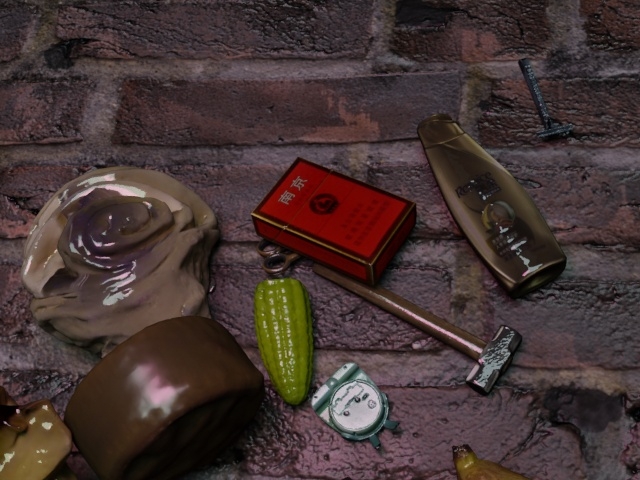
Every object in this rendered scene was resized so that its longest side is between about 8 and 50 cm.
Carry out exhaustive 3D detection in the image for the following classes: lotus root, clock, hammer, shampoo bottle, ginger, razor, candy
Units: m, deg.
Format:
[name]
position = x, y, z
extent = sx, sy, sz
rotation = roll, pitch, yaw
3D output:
[lotus root]
position = 0.262, 0.370, 1.241
extent = 0.108, 0.094, 0.191
rotation = -28, 49, -37
[clock]
position = 0.060, 0.264, 1.349
extent = 0.135, 0.041, 0.101
rotation = 39, 76, 24
[hammer]
position = 0.142, 0.120, 1.412
extent = 0.366, 0.043, 0.111
rotation = 28, 73, 23
[shampoo bottle]
position = 0.275, -0.072, 1.456
extent = 0.126, 0.084, 0.350
rotation = -27, 62, -2
[ginger]
position = -0.504, 0.404, 1.280
extent = 0.413, 0.211, 0.358
rotation = -22, 48, 43
[razor]
position = 0.392, -0.257, 1.559
extent = 0.066, 0.033, 0.190
rotation = -14, 57, 3
[candy]
position = -0.055, 0.163, 1.393
extent = 0.097, 0.096, 0.209
rotation = -11, 68, 4

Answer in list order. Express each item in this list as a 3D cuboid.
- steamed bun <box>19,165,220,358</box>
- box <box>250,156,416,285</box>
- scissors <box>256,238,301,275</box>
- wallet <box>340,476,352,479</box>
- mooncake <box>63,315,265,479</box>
[steamed bun]
position = -0.329, 0.025, 1.422
extent = 0.347, 0.237, 0.394
rotation = -41, 64, -11
[box]
position = 0.023, -0.037, 1.464
extent = 0.240, 0.074, 0.153
rotation = 23, 62, 24
[scissors]
position = 0.000, 0.000, 1.497
extent = 0.220, 0.017, 0.088
rotation = -19, 43, -4
[wallet]
position = -0.008, 0.423, 1.295
extent = 0.157, 0.018, 0.082
rotation = -27, 62, -4
[mooncake]
position = -0.221, 0.249, 1.268
extent = 0.284, 0.284, 0.155
rotation = -35, 66, -8
